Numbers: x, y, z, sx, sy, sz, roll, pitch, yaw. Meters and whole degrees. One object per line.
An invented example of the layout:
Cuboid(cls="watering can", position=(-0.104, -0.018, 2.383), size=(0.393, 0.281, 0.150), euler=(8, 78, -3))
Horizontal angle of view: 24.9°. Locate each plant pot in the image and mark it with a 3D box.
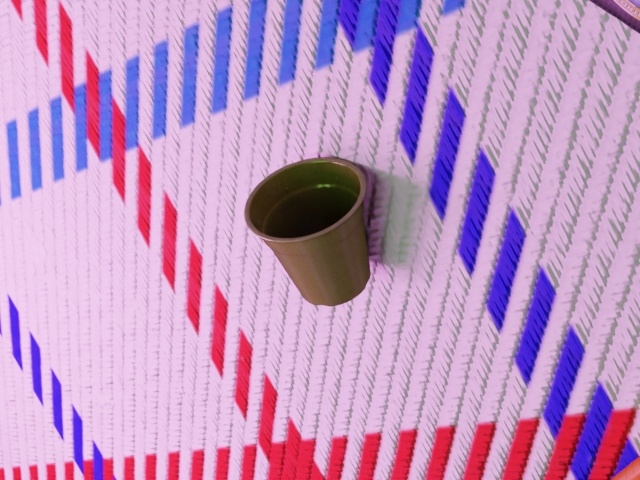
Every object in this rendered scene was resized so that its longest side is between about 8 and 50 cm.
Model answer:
Cuboid(cls="plant pot", position=(0.000, 0.000, 0.975), size=(0.083, 0.083, 0.079), euler=(19, 144, 38))

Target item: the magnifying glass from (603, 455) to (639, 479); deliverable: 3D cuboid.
Cuboid(cls="magnifying glass", position=(0.187, 0.176, 0.946), size=(0.092, 0.026, 0.231), euler=(47, 145, 11))

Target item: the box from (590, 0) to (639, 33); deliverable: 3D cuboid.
Cuboid(cls="box", position=(0.218, -0.124, 0.544), size=(0.270, 0.060, 0.216), euler=(40, 154, 21))
